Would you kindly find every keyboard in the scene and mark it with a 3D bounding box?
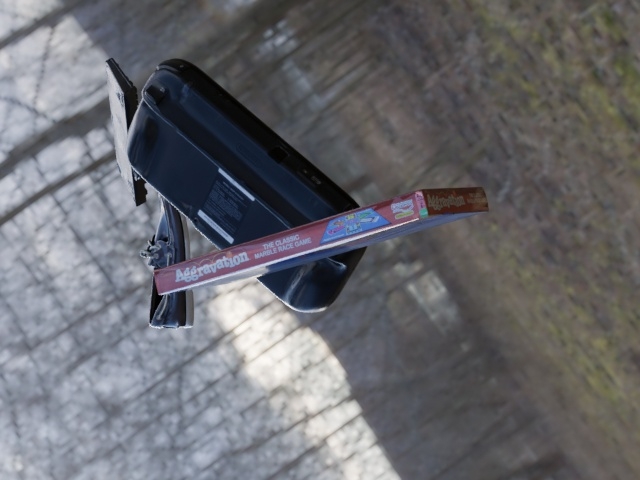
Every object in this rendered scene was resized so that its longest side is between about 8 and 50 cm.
[{"bbox_3d":[-0.230,-0.124,1.609,0.180,0.023,0.108,90,157,-45],"label":"keyboard"}]

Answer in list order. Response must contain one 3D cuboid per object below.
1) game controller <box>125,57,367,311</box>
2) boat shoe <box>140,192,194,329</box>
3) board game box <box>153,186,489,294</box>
[{"bbox_3d":[-0.089,-0.059,1.473,0.319,0.067,0.166,41,138,14],"label":"game controller"},{"bbox_3d":[-0.215,0.026,1.824,0.075,0.065,0.206,-138,42,-69],"label":"boat shoe"},{"bbox_3d":[0.000,0.000,1.213,0.145,0.281,0.027,-9,-97,-63],"label":"board game box"}]
